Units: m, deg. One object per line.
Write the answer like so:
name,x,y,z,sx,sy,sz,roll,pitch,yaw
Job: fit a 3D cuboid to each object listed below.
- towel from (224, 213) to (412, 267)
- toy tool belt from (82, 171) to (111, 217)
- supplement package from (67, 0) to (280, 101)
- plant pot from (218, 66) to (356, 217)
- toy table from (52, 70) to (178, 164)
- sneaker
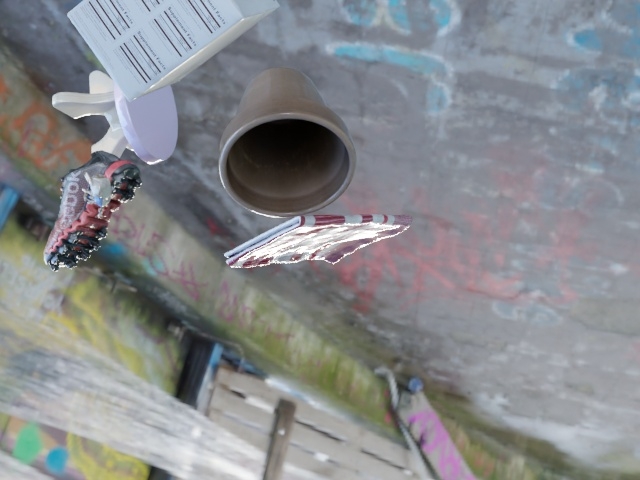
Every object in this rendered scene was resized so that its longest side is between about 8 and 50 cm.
towel,0.000,0.000,1.787,0.237,0.037,0.329,-26,164,40
toy tool belt,-0.429,-0.089,1.701,0.051,0.052,0.083,24,130,17
supplement package,-0.199,-0.323,1.245,0.203,0.194,0.149,-31,100,20
plant pot,-0.069,-0.213,1.740,0.263,0.229,0.263,-3,136,-3
toy table,-0.421,-0.269,1.888,0.161,0.274,0.252,-19,143,25
sneaker,-0.486,-0.069,1.820,0.135,0.276,0.097,40,-173,26
